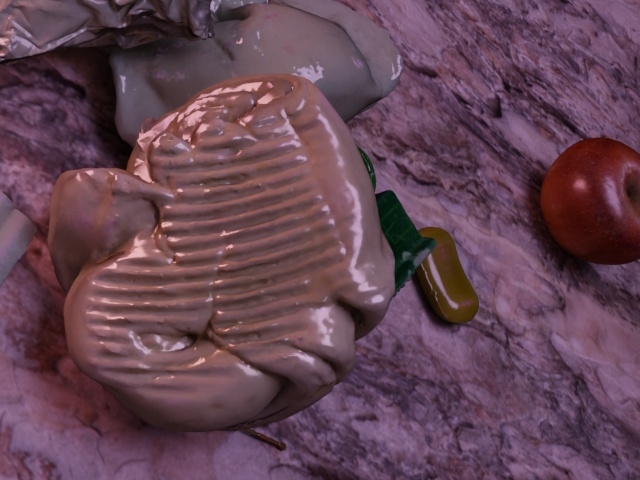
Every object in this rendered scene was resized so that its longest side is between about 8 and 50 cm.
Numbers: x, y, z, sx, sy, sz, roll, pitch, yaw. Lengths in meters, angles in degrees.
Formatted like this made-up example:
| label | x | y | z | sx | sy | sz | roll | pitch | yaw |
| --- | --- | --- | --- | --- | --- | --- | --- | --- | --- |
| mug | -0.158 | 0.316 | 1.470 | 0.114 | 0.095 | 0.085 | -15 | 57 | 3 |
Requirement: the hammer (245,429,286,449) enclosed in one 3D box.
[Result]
| label | x | y | z | sx | sy | sz | roll | pitch | yaw |
| --- | --- | --- | --- | --- | --- | --- | --- | --- | --- |
| hammer | -0.082 | 0.210 | 1.722 | 0.123 | 0.014 | 0.029 | 29 | 56 | -37 |

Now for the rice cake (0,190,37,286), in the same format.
| label | x | y | z | sx | sy | sz | roll | pitch | yaw |
| --- | --- | --- | --- | --- | --- | --- | --- | --- | --- |
| rice cake | -0.374 | -0.004 | 1.500 | 0.189 | 0.037 | 0.198 | 51 | 38 | -14 |

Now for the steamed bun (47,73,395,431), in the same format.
| label | x | y | z | sx | sy | sz | roll | pitch | yaw |
| --- | --- | --- | --- | --- | --- | --- | --- | --- | --- |
| steamed bun | -0.105 | 0.022 | 1.609 | 0.247 | 0.339 | 0.352 | 115 | -44 | -82 |

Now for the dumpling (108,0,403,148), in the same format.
| label | x | y | z | sx | sy | sz | roll | pitch | yaw |
| --- | --- | --- | --- | --- | --- | --- | --- | --- | --- |
| dumpling | -0.090 | -0.189 | 1.821 | 0.270 | 0.211 | 0.321 | 31 | 20 | 23 |

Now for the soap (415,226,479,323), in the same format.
| label | x | y | z | sx | sy | sz | roll | pitch | yaw |
| --- | --- | --- | --- | --- | --- | --- | --- | --- | --- |
| soap | 0.165 | 0.047 | 2.090 | 0.089 | 0.045 | 0.140 | -14 | 79 | -50 |

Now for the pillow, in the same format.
| label | x | y | z | sx | sy | sz | roll | pitch | yaw |
| --- | --- | --- | --- | --- | --- | --- | --- | --- | --- |
| pillow | -0.273 | -0.331 | 1.708 | 0.283 | 0.138 | 0.310 | -7 | 66 | -15 |

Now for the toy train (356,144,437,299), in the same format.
| label | x | y | z | sx | sy | sz | roll | pitch | yaw |
| --- | --- | --- | --- | --- | --- | --- | --- | --- | --- |
| toy train | 0.000 | 0.000 | 1.849 | 0.202 | 0.145 | 0.266 | 58 | 37 | -9 |

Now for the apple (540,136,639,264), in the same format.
| label | x | y | z | sx | sy | sz | roll | pitch | yaw |
| --- | --- | --- | --- | --- | --- | --- | --- | --- | --- |
| apple | 0.426 | -0.056 | 2.377 | 0.201 | 0.162 | 0.201 | 15 | 66 | -37 |
